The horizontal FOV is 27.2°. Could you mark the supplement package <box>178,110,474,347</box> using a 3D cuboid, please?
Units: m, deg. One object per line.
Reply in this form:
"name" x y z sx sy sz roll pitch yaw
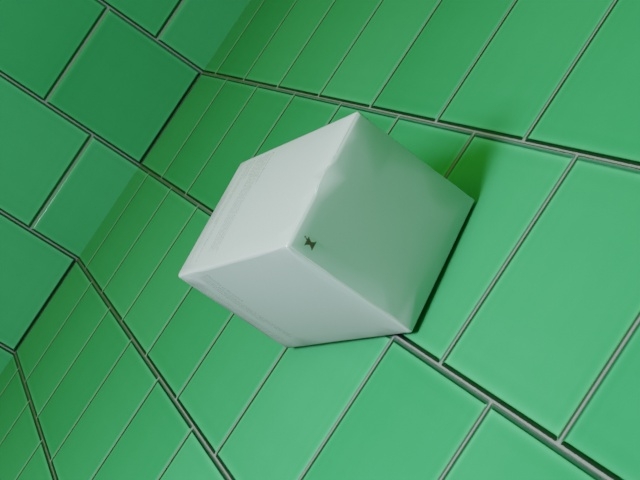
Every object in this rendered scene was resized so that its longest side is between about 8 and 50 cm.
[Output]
"supplement package" 0.000 0.000 1.501 0.293 0.175 0.177 -15 43 61
